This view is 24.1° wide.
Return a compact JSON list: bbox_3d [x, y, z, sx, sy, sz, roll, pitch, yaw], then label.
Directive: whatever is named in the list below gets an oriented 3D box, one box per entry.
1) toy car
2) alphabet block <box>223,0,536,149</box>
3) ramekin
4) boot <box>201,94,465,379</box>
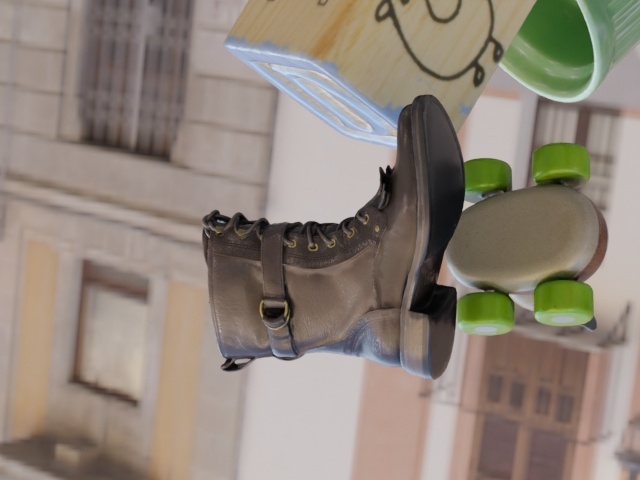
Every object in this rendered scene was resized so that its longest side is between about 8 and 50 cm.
[{"bbox_3d":[0.216,0.018,1.378,0.149,0.155,0.188,-10,159,32],"label":"toy car"},{"bbox_3d":[0.057,-0.218,1.473,0.192,0.197,0.193,34,173,-34],"label":"alphabet block"},{"bbox_3d":[0.285,-0.334,1.838,0.148,0.303,0.303,-37,-155,-15],"label":"ramekin"},{"bbox_3d":[0.000,0.000,1.282,0.229,0.263,0.091,7,-168,24],"label":"boot"}]
